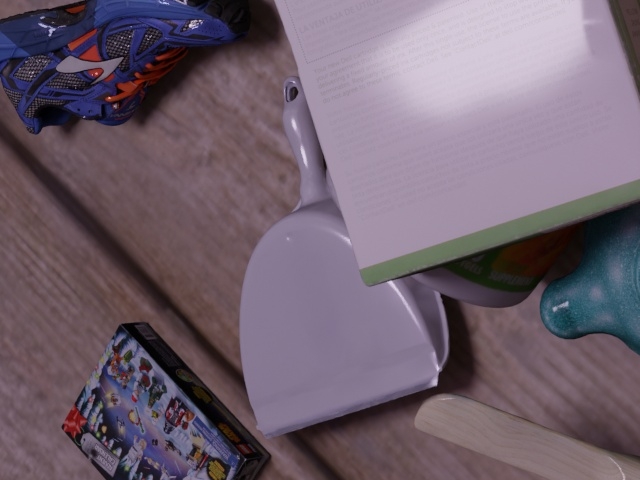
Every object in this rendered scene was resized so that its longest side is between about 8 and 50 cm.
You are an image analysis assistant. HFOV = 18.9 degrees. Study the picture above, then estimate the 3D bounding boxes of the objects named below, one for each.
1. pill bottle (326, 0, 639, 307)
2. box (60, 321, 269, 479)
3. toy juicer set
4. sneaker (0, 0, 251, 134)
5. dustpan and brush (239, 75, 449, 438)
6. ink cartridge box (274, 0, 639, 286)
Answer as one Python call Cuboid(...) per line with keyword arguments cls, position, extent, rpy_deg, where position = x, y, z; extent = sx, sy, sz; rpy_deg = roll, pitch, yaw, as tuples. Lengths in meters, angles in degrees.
Cuboid(cls="pill bottle", position=(0.119, -0.096, 1.028), extent=(0.136, 0.136, 0.246), rpy_deg=(46, 116, 27))
Cuboid(cls="box", position=(-0.105, 0.132, 1.269), extent=(0.137, 0.027, 0.094), rpy_deg=(43, 116, 28))
Cuboid(cls="toy juicer set", position=(0.228, 0.034, 0.985), extent=(0.209, 0.089, 0.329), rpy_deg=(40, 110, 6))
Cuboid(cls="sneaker", position=(-0.127, -0.121, 1.262), extent=(0.221, 0.083, 0.087), rpy_deg=(-7, 100, 42))
Cuboid(cls="dustpan and brush", position=(0.000, 0.000, 1.179), extent=(0.147, 0.060, 0.211), rpy_deg=(-21, 85, 34))
Cuboid(cls="ink cartridge box", position=(0.065, -0.112, 0.944), extent=(0.171, 0.056, 0.235), rpy_deg=(-19, 88, 28))
